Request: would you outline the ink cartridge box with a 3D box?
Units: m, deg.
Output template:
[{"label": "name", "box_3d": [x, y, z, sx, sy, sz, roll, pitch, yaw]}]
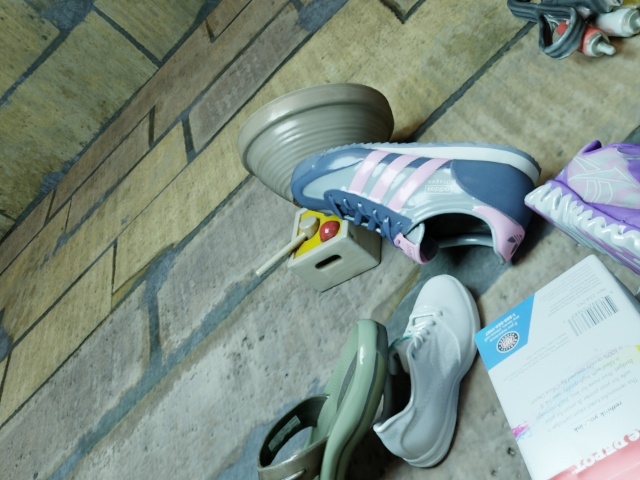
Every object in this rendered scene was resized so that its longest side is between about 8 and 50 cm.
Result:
[{"label": "ink cartridge box", "box_3d": [0.226, 0.136, 0.526, 0.134, 0.078, 0.231, -40, 33, 21]}]

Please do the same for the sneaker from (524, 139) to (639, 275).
[{"label": "sneaker", "box_3d": [0.272, -0.035, 0.588, 0.104, 0.095, 0.236, -53, 16, 9]}]

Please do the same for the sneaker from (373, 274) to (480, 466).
[{"label": "sneaker", "box_3d": [0.104, 0.115, 0.692, 0.080, 0.094, 0.212, -19, 44, 42]}]

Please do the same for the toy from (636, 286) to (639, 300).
[{"label": "toy", "box_3d": [0.339, 0.038, 0.483, 0.237, 0.056, 0.137, -99, 28, -70]}]

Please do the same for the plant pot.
[{"label": "plant pot", "box_3d": [0.004, -0.119, 0.987, 0.237, 0.237, 0.109, -29, 67, 33]}]

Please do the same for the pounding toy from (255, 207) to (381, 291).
[{"label": "pounding toy", "box_3d": [0.000, 0.000, 0.945, 0.141, 0.100, 0.130, -28, 37, 33]}]

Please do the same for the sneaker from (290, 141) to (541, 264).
[{"label": "sneaker", "box_3d": [0.090, -0.039, 0.799, 0.319, 0.112, 0.131, 0, 62, 32]}]

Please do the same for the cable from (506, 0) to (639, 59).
[{"label": "cable", "box_3d": [0.321, -0.290, 0.893, 0.139, 0.072, 0.287, -46, 20, 5]}]

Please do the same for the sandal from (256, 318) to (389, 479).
[{"label": "sandal", "box_3d": [-0.017, 0.211, 0.693, 0.120, 0.086, 0.302, -119, 47, -72]}]
